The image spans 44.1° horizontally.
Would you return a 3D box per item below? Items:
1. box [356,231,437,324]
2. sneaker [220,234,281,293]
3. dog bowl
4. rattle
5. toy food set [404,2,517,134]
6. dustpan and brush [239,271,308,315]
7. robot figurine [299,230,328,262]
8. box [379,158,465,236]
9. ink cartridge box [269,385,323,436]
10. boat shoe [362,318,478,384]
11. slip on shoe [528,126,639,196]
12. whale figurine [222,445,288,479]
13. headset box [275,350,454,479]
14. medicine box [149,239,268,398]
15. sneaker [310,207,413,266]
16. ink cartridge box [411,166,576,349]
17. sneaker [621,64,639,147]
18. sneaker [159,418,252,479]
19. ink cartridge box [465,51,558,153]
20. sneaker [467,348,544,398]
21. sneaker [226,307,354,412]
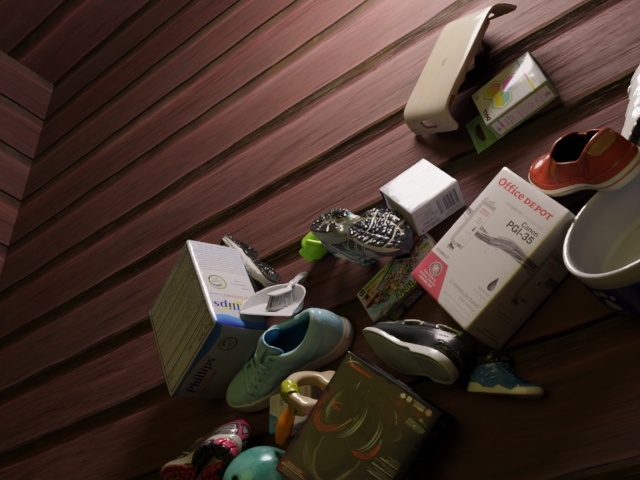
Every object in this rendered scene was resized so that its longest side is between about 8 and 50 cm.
[{"bbox_3d":[0.179,0.085,1.689,0.207,0.036,0.114,-47,39,12],"label":"box"},{"bbox_3d":[-0.207,0.071,2.066,0.108,0.100,0.271,-56,38,9],"label":"sneaker"},{"bbox_3d":[0.526,-0.011,1.258,0.265,0.104,0.265,-44,16,16],"label":"dog bowl"},{"bbox_3d":[0.010,0.340,1.637,0.130,0.200,0.142,8,104,45],"label":"rattle"},{"bbox_3d":[0.321,-0.388,1.813,0.306,0.092,0.220,-65,18,-3],"label":"toy food set"},{"bbox_3d":[-0.080,0.121,1.858,0.147,0.211,0.060,0,100,28],"label":"dustpan and brush"},{"bbox_3d":[0.000,0.000,1.911,0.115,0.067,0.101,-46,-1,25],"label":"robot figurine"},{"bbox_3d":[0.220,-0.095,1.716,0.126,0.072,0.137,-34,38,-8],"label":"box"},{"bbox_3d":[-0.050,0.370,1.718,0.122,0.052,0.088,-27,47,33],"label":"ink cartridge box"},{"bbox_3d":[0.192,0.204,1.542,0.091,0.114,0.302,-41,25,-19],"label":"boat shoe"},{"bbox_3d":[0.458,-0.149,1.425,0.123,0.101,0.331,-46,7,-3],"label":"slip on shoe"},{"bbox_3d":[-0.109,0.537,1.590,0.216,0.141,0.272,-47,40,12],"label":"whale figurine"},{"bbox_3d":[0.075,0.389,1.465,0.218,0.110,0.293,32,88,27],"label":"headset box"},{"bbox_3d":[-0.284,0.196,1.942,0.263,0.149,0.289,-57,40,29],"label":"medicine box"},{"bbox_3d":[0.109,0.001,1.763,0.283,0.122,0.110,12,52,49],"label":"sneaker"},{"bbox_3d":[0.340,0.030,1.489,0.283,0.117,0.207,-51,38,8],"label":"ink cartridge box"},{"bbox_3d":[0.615,-0.259,1.437,0.297,0.111,0.129,-61,18,-7],"label":"sneaker"},{"bbox_3d":[-0.257,0.510,1.809,0.299,0.121,0.112,-37,5,37],"label":"sneaker"},{"bbox_3d":[0.396,-0.296,1.708,0.209,0.062,0.109,-37,42,24],"label":"ink cartridge box"},{"bbox_3d":[0.330,0.234,1.402,0.152,0.058,0.084,-8,66,51],"label":"sneaker"},{"bbox_3d":[-0.106,0.255,1.780,0.366,0.150,0.135,-39,40,21],"label":"sneaker"}]
